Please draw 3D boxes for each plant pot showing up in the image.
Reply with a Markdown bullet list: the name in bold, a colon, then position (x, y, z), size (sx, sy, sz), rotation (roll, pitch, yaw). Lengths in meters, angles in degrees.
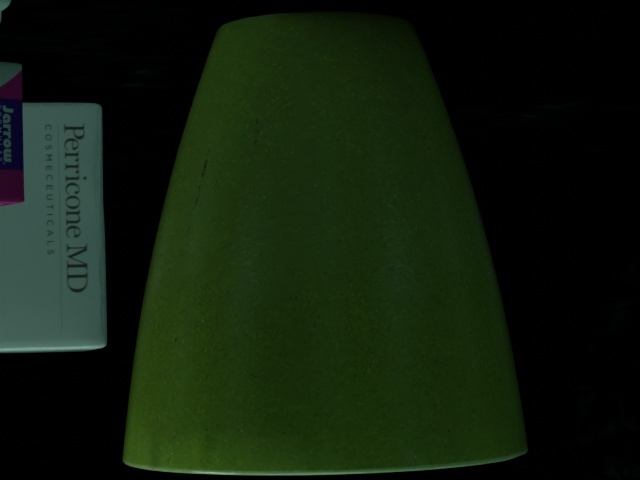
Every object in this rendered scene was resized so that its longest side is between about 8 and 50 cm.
- **plant pot**: position (0.000, 0.000, 1.180), size (0.274, 0.294, 0.275), rotation (-1, 178, 0)

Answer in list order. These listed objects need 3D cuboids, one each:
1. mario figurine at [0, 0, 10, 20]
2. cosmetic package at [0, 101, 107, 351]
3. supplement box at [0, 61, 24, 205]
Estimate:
- **mario figurine**: position (-0.209, -0.057, 0.827), size (0.170, 0.198, 0.320), rotation (-18, 167, -11)
- **cosmetic package**: position (-0.428, -0.006, 1.575), size (0.453, 0.230, 0.161), rotation (-2, 177, -13)
- **supplement box**: position (-0.340, -0.079, 1.281), size (0.220, 0.111, 0.114), rotation (0, 177, -41)
